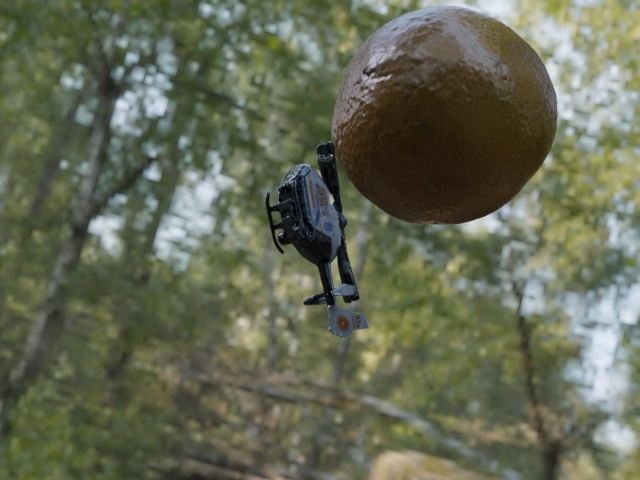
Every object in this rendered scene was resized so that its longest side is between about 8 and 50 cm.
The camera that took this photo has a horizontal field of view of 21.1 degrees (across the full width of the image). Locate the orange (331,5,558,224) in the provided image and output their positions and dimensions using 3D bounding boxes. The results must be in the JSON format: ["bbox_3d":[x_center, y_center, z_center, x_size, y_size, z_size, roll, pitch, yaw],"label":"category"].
[{"bbox_3d":[0.145,-0.142,1.972,0.264,0.264,0.264,14,-17,4],"label":"orange"}]

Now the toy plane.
[{"bbox_3d":[-0.001,0.001,1.702,0.078,0.197,0.053,-8,-9,-39],"label":"toy plane"}]
